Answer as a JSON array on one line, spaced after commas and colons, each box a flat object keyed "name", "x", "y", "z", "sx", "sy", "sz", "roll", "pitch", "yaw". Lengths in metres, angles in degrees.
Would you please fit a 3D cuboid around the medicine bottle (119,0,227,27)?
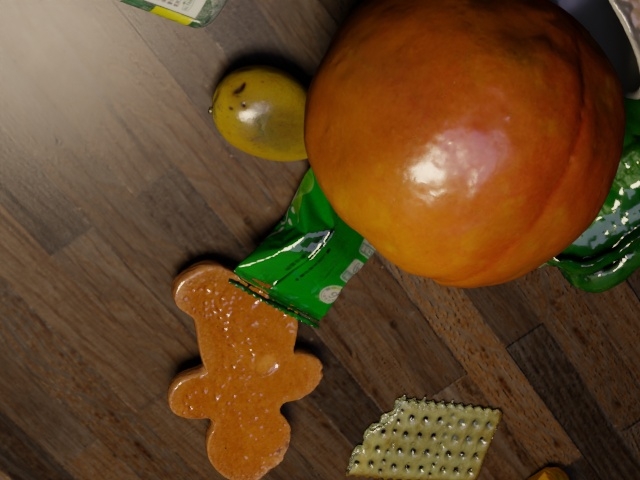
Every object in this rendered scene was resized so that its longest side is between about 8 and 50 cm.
[{"name": "medicine bottle", "x": -0.227, "y": -0.323, "z": 1.238, "sx": 0.293, "sy": 0.141, "sz": 0.141, "roll": 18, "pitch": 113, "yaw": -22}]

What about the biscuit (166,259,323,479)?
[{"name": "biscuit", "x": -0.099, "y": 0.161, "z": 1.577, "sx": 0.205, "sy": 0.049, "sz": 0.324, "roll": -13, "pitch": 113, "yaw": -18}]

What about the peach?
[{"name": "peach", "x": 0.159, "y": -0.131, "z": 1.333, "sx": 0.342, "sy": 0.343, "sz": 0.302, "roll": 29, "pitch": 119, "yaw": -26}]

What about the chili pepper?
[{"name": "chili pepper", "x": 0.397, "y": -0.106, "z": 1.490, "sx": 0.385, "sy": 0.213, "sz": 0.167, "roll": -49, "pitch": 160, "yaw": 13}]

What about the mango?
[{"name": "mango", "x": -0.048, "y": -0.142, "z": 1.422, "sx": 0.161, "sy": 0.076, "sz": 0.103, "roll": 17, "pitch": 108, "yaw": -31}]

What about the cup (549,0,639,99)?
[{"name": "cup", "x": 0.374, "y": -0.339, "z": 1.325, "sx": 0.257, "sy": 0.227, "sz": 0.301, "roll": -35, "pitch": 139, "yaw": -1}]

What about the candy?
[{"name": "candy", "x": 0.000, "y": 0.000, "z": 1.491, "sx": 0.141, "sy": 0.078, "sz": 0.203, "roll": 34, "pitch": 93, "yaw": -19}]

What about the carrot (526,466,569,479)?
[{"name": "carrot", "x": 0.273, "y": 0.463, "z": 1.842, "sx": 0.066, "sy": 0.066, "sz": 0.314, "roll": 17, "pitch": 116, "yaw": -21}]

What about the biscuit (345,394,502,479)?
[{"name": "biscuit", "x": 0.147, "y": 0.280, "z": 1.732, "sx": 0.203, "sy": 0.016, "sz": 0.144, "roll": 9, "pitch": 116, "yaw": -19}]
